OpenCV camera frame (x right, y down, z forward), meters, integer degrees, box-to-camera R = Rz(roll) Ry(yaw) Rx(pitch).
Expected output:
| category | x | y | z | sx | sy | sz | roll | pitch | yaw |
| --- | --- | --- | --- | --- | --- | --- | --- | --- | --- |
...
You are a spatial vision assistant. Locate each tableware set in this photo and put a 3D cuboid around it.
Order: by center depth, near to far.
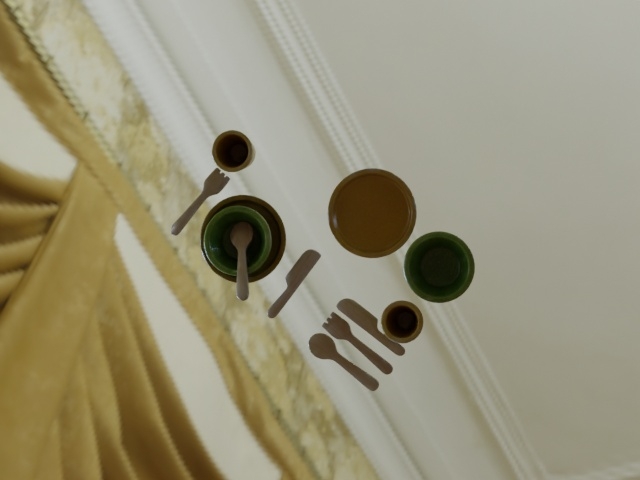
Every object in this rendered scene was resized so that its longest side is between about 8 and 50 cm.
| category | x | y | z | sx | sy | sz | roll | pitch | yaw |
| --- | --- | --- | --- | --- | --- | --- | --- | --- | --- |
| tableware set | 0.000 | 0.000 | 0.724 | 0.154 | 0.024 | 0.104 | 39 | -84 | 9 |
